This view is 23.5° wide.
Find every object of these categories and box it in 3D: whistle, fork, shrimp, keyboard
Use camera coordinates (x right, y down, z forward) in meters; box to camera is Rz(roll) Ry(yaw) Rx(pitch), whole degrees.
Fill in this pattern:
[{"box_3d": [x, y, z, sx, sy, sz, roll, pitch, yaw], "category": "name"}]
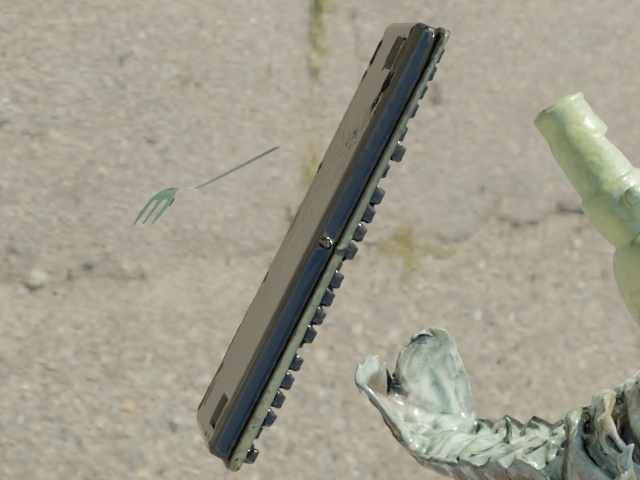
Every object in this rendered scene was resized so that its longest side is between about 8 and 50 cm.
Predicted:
[{"box_3d": [0.246, 0.004, 1.172, 0.067, 0.126, 0.258, -31, 86, -13], "category": "whistle"}, {"box_3d": [-0.123, -0.066, 1.658, 0.039, 0.235, 0.021, -11, 78, -48], "category": "fork"}, {"box_3d": [0.196, 0.108, 0.903, 0.221, 0.410, 0.166, -22, 93, -42], "category": "shrimp"}, {"box_3d": [0.000, 0.000, 0.745, 0.025, 0.094, 0.230, 26, 93, -14], "category": "keyboard"}]
